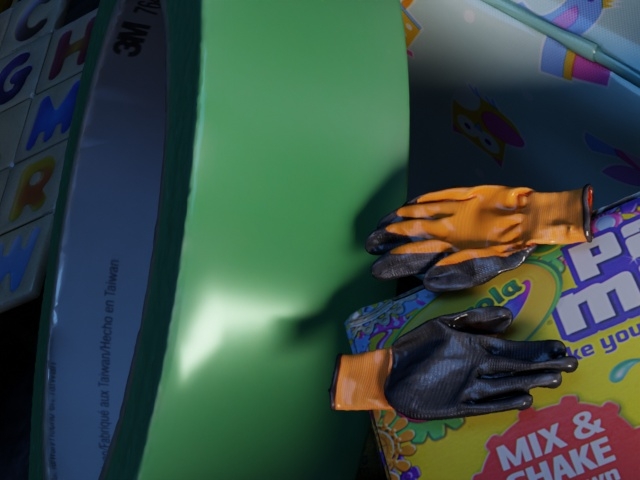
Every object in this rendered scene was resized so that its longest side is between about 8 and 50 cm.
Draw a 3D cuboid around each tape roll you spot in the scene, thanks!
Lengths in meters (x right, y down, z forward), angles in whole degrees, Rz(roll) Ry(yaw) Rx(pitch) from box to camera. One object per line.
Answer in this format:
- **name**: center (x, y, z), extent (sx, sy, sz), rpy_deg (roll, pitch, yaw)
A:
- **tape roll**: center (-0.057, 0.009, 0.627), extent (0.077, 0.321, 0.321), rpy_deg (9, 46, -18)

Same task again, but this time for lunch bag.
- **lunch bag**: center (0.128, -0.033, 0.647), extent (0.279, 0.224, 0.108), rpy_deg (34, 61, 24)

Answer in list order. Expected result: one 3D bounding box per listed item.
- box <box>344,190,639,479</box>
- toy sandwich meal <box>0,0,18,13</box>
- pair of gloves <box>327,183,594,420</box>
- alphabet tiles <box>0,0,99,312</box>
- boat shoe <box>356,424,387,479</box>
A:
- **box**: center (0.203, 0.104, 0.478), extent (0.290, 0.279, 0.177), rpy_deg (-24, 46, 10)
- **toy sandwich meal**: center (-0.266, -0.182, 1.141), extent (0.086, 0.029, 0.085), rpy_deg (-15, 48, 17)
- **pair of gloves**: center (0.041, 0.016, 0.436), extent (0.074, 0.010, 0.083), rpy_deg (-6, 50, 25)
- **alphabet tiles**: center (-0.254, -0.019, 0.963), extent (0.285, 0.011, 0.342), rpy_deg (-21, 45, 34)
- **boat shoe**: center (0.000, 0.000, 0.806), extent (0.104, 0.110, 0.307), rpy_deg (-9, 57, 6)
